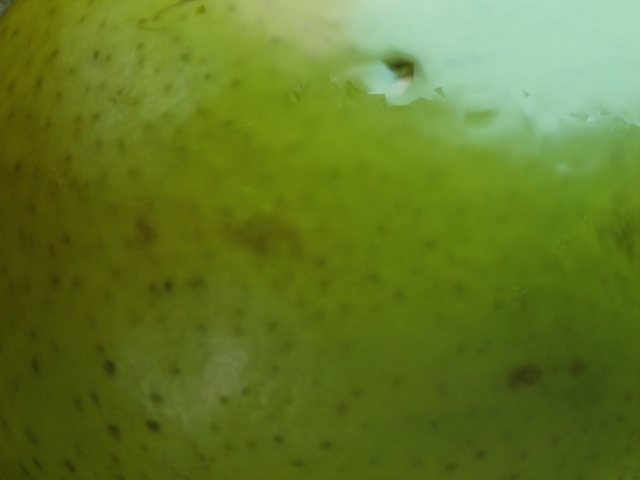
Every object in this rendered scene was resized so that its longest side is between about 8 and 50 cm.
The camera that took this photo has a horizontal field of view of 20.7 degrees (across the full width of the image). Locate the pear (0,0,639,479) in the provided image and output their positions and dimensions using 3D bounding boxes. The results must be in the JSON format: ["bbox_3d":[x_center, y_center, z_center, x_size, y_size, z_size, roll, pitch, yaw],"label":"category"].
[{"bbox_3d":[0.024,-0.006,0.799,0.418,0.362,0.362,-11,13,11],"label":"pear"}]
